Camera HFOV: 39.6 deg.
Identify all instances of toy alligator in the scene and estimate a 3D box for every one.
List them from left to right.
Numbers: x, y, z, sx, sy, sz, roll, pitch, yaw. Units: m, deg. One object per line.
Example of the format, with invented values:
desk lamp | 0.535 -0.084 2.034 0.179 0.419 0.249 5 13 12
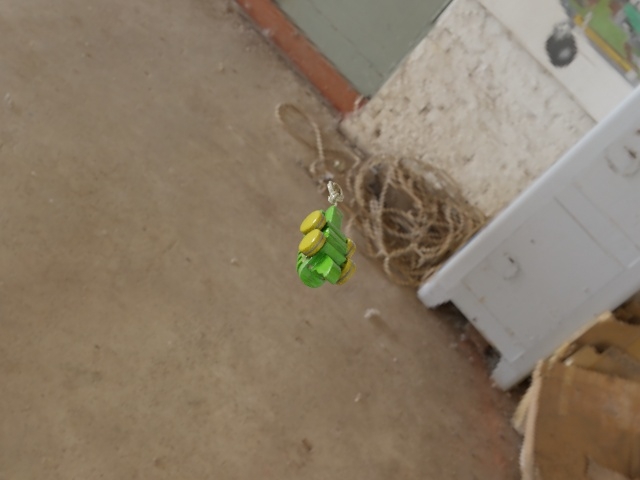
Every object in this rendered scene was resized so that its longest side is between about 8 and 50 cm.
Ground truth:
toy alligator | 0.000 0.000 0.924 0.056 0.051 0.189 43 23 -21
